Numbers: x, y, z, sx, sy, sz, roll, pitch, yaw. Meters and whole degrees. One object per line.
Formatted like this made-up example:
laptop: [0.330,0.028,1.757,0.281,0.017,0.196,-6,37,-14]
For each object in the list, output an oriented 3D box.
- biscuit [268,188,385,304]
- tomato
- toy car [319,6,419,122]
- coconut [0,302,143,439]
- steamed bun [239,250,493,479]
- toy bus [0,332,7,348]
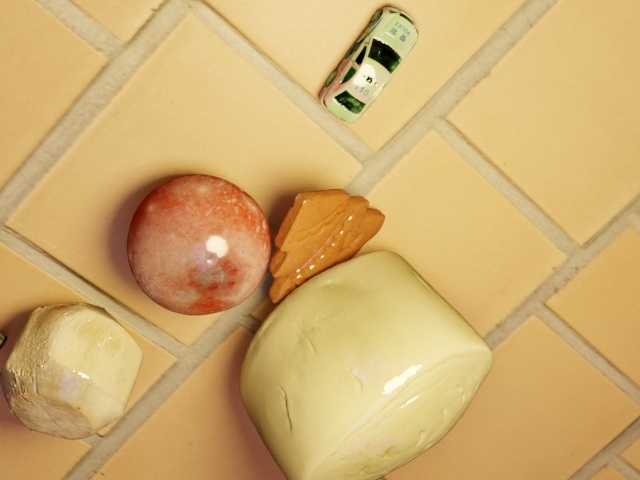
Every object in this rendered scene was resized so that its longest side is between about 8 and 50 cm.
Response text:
biscuit: [0.000,0.000,1.716,0.284,0.043,0.306,-38,152,-7]
tomato: [-0.221,0.014,1.667,0.270,0.227,0.270,-6,117,-12]
toy car: [0.093,-0.318,1.653,0.090,0.076,0.224,31,106,-22]
coconut: [-0.473,0.234,1.726,0.245,0.247,0.245,7,138,6]
steamed bun: [0.062,0.255,1.731,0.456,0.371,0.290,-43,138,4]
toy bus: [-0.704,0.232,1.756,0.194,0.087,0.089,-38,107,9]
